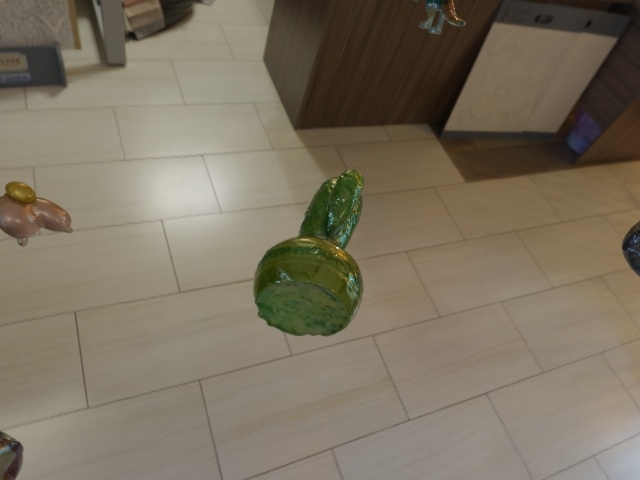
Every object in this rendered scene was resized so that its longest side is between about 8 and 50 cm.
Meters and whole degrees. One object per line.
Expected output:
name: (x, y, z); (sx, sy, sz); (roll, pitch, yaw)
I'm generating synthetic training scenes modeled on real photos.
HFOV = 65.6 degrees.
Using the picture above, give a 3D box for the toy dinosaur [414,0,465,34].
toy dinosaur: (0.170, -0.349, 0.693); (0.044, 0.106, 0.187); (8, 17, -8)

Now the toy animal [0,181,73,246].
toy animal: (-0.452, -0.032, 0.763); (0.114, 0.091, 0.082); (43, 60, -39)

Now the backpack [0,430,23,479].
backpack: (-0.568, 0.360, 0.592); (0.317, 0.197, 0.284); (18, 44, -22)

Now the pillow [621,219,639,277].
pillow: (0.563, 0.071, 0.645); (0.228, 0.101, 0.326); (-24, 67, -44)

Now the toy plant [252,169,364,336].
toy plant: (0.000, 0.000, 0.897); (0.184, 0.224, 0.316); (24, 45, -10)
